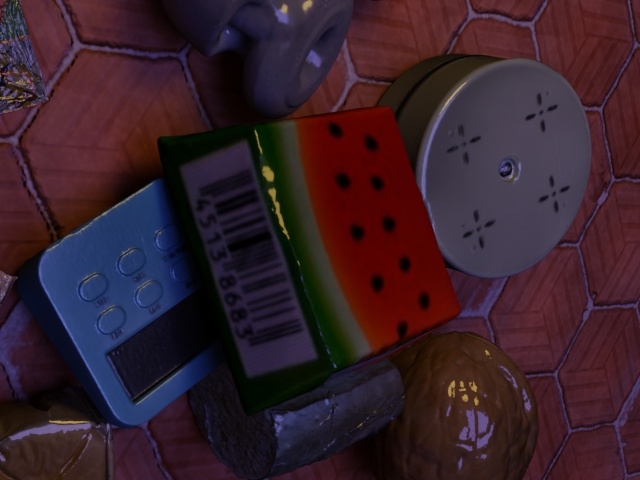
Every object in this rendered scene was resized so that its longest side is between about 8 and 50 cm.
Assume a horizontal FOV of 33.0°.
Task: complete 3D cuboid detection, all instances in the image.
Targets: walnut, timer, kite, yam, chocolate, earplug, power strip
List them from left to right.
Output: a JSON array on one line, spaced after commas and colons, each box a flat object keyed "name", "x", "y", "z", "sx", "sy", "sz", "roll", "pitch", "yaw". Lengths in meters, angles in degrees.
[{"name": "kite", "x": -0.406, "y": -0.217, "z": 1.223, "sx": 0.244, "sy": 0.006, "sz": 0.198, "roll": 28, "pitch": 84, "yaw": -40}, {"name": "timer", "x": -0.216, "y": 0.077, "z": 1.335, "sx": 0.232, "sy": 0.091, "sz": 0.250, "roll": -38, "pitch": 101, "yaw": -33}, {"name": "earplug", "x": -0.075, "y": -0.290, "z": 1.381, "sx": 0.325, "sy": 0.175, "sz": 0.214, "roll": 37, "pitch": 83, "yaw": -49}, {"name": "yam", "x": -0.030, "y": 0.220, "z": 1.532, "sx": 0.271, "sy": 0.202, "sz": 0.201, "roll": -18, "pitch": 144, "yaw": -36}, {"name": "chocolate", "x": 0.000, "y": 0.000, "z": 1.393, "sx": 0.341, "sy": 0.161, "sz": 0.360, "roll": -16, "pitch": 87, "yaw": -51}, {"name": "walnut", "x": 0.205, "y": 0.287, "z": 1.687, "sx": 0.277, "sy": 0.252, "sz": 0.313, "roll": -18, "pitch": 119, "yaw": -44}, {"name": "power strip", "x": 0.249, "y": -0.121, "z": 1.657, "sx": 0.358, "sy": 0.161, "sz": 0.357, "roll": -8, "pitch": 105, "yaw": -29}]

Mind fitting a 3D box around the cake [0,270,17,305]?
[{"name": "cake", "x": -0.422, "y": 0.033, "z": 1.263, "sx": 0.121, "sy": 0.065, "sz": 0.052, "roll": 33, "pitch": 80, "yaw": -17}]

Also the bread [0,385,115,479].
[{"name": "bread", "x": -0.357, "y": 0.298, "z": 1.334, "sx": 0.192, "sy": 0.110, "sz": 0.209, "roll": -11, "pitch": 108, "yaw": -30}]
